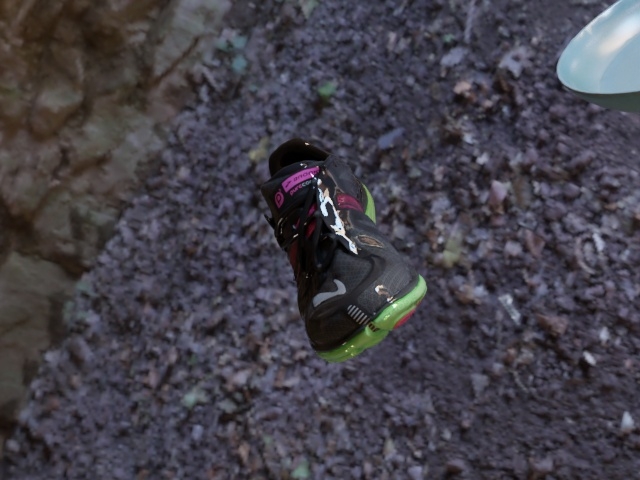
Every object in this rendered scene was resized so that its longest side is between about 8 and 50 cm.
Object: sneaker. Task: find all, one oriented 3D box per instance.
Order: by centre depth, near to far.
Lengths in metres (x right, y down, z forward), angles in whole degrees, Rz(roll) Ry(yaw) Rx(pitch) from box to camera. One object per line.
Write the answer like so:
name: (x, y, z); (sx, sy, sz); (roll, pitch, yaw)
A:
sneaker: (0.000, 0.000, 1.362); (0.185, 0.202, 0.483); (-39, 27, 6)

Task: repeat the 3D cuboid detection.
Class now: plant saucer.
plant saucer: (0.352, -0.188, 0.805); (0.317, 0.044, 0.318); (-28, 20, 11)
